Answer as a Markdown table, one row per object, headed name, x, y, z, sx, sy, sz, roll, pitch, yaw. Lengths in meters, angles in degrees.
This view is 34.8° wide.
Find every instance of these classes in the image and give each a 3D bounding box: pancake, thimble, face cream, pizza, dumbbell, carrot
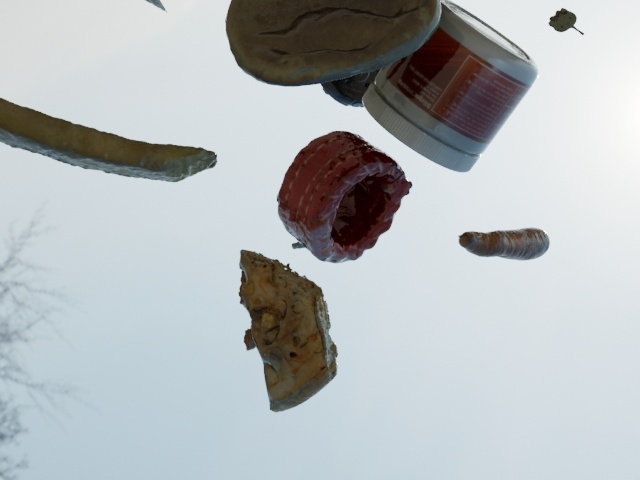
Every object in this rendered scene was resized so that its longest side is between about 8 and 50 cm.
| name | x | y | z | sx | sy | sz | roll | pitch | yaw |
| --- | --- | --- | --- | --- | --- | --- | --- | --- | --- |
| pancake | 0.009 | -0.311 | 1.361 | 0.294 | 0.049 | 0.295 | -7 | -125 | 10 |
| thimble | 0.030 | -0.066 | 1.553 | 0.190 | 0.163 | 0.125 | -52 | -131 | 0 |
| face cream | 0.191 | -0.231 | 1.502 | 0.187 | 0.201 | 0.201 | -56 | -160 | 20 |
| pizza | -0.069 | 0.140 | 1.783 | 0.189 | 0.297 | 0.071 | -27 | 162 | 37 |
| dumbbell | 0.091 | -0.326 | 1.767 | 0.143 | 0.143 | 0.325 | -47 | -171 | -33 |
| carrot | 0.308 | 0.006 | 1.713 | 0.059 | 0.059 | 0.247 | 2 | -179 | 44 |

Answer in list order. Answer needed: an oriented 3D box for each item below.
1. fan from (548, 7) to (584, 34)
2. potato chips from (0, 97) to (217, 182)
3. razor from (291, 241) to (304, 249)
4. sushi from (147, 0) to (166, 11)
| name | x | y | z | sx | sy | sz | roll | pitch | yaw |
| --- | --- | --- | --- | --- | --- | --- | --- | --- | --- |
| fan | 0.529 | -0.461 | 2.180 | 0.056 | 0.004 | 0.083 | -45 | -113 | -4 |
| potato chips | -0.321 | -0.135 | 1.322 | 0.057 | 0.406 | 0.080 | -42 | -141 | 52 |
| razor | 0.000 | 0.000 | 2.309 | 0.135 | 0.068 | 0.040 | -14 | -152 | 12 |
| sushi | -0.378 | -0.520 | 1.673 | 0.290 | 0.264 | 0.050 | 33 | -103 | 26 |
